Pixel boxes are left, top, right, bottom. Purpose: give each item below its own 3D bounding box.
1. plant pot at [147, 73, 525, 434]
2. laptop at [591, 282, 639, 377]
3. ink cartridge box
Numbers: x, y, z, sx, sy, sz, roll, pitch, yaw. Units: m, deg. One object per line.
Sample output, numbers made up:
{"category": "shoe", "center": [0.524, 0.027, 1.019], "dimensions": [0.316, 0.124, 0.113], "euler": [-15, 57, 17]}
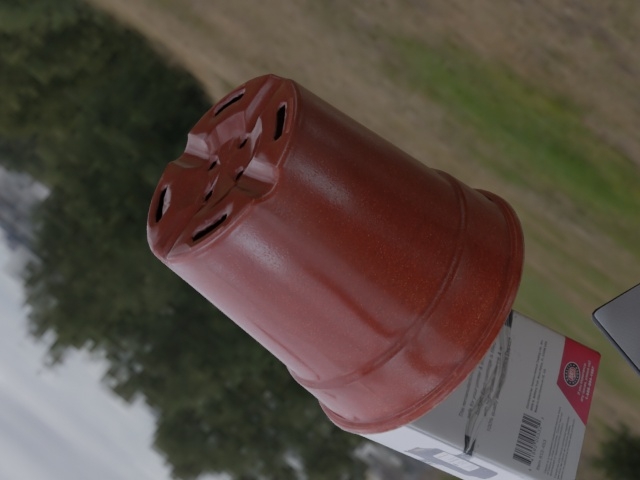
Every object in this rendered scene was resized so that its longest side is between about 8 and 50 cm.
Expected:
{"category": "plant pot", "center": [0.000, 0.000, 1.605], "dimensions": [0.265, 0.272, 0.272], "euler": [36, 176, -29]}
{"category": "laptop", "center": [0.601, 0.060, 2.160], "dimensions": [0.382, 0.408, 0.236], "euler": [54, 171, 38]}
{"category": "ink cartridge box", "center": [0.167, 0.161, 1.853], "dimensions": [0.237, 0.172, 0.100], "euler": [26, 156, -24]}
